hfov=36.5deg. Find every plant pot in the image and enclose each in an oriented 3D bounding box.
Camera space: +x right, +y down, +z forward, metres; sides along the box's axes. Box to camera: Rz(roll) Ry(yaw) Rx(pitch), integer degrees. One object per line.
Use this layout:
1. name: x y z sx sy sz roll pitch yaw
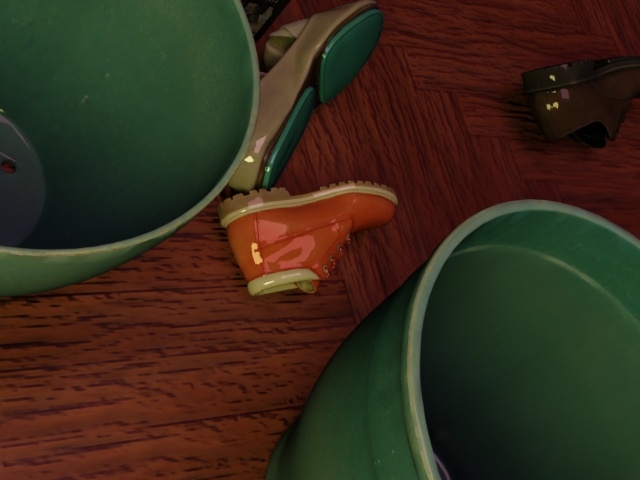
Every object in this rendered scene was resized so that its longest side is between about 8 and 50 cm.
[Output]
1. plant pot: -0.210 -0.082 0.586 0.290 0.195 0.290 16 56 -26
2. plant pot: 0.095 0.150 0.619 0.271 0.255 0.272 16 57 -26

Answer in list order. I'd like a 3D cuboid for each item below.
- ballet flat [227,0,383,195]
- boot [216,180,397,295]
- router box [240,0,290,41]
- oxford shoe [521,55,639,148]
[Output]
1. ballet flat: -0.027 -0.138 0.823 0.086 0.086 0.248 40 51 -8
2. boot: 0.000 0.000 0.776 0.158 0.059 0.085 -10 74 -28
3. router box: -0.070 -0.236 0.777 0.133 0.179 0.046 5 64 -31
4. oxford shoe: 0.297 -0.149 1.052 0.227 0.082 0.096 -17 97 -40
